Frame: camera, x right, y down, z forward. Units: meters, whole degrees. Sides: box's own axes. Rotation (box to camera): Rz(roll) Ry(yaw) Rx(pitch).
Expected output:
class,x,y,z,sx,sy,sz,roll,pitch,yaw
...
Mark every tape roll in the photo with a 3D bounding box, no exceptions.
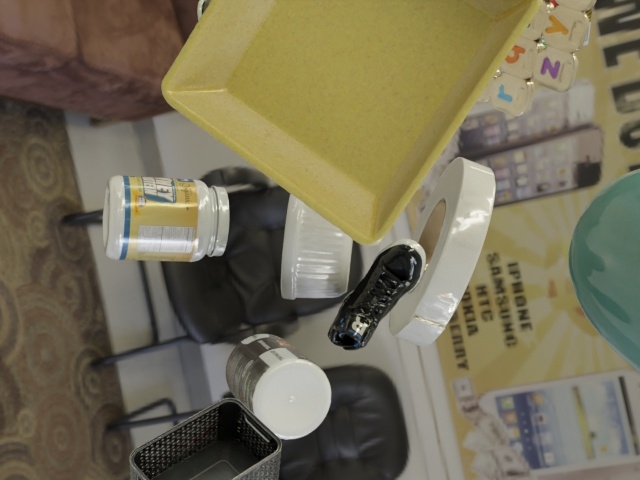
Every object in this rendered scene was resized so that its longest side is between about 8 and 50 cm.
class,x,y,z,sx,sy,sz,roll,pitch,yaw
tape roll,0.241,0.024,1.776,0.392,0.072,0.392,-160,-90,-86

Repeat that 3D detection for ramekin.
class,x,y,z,sx,sy,sz,roll,pitch,yaw
ramekin,0.000,0.000,1.480,0.207,0.109,0.207,6,90,-88

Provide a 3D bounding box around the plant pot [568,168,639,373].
class,x,y,z,sx,sy,sz,roll,pitch,yaw
plant pot,0.448,0.038,1.065,0.235,0.293,0.293,39,-24,55

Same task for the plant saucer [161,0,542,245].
class,x,y,z,sx,sy,sz,roll,pitch,yaw
plant saucer,0.031,-0.216,1.013,0.333,0.333,0.081,37,12,15

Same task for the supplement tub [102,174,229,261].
class,x,y,z,sx,sy,sz,roll,pitch,yaw
supplement tub,-0.268,-0.036,1.515,0.144,0.199,0.144,-178,-90,-71

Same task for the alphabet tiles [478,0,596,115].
class,x,y,z,sx,sy,sz,roll,pitch,yaw
alphabet tiles,0.285,-0.336,1.292,0.021,0.278,0.284,-8,118,-35

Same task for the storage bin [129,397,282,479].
class,x,y,z,sx,sy,sz,roll,pitch,yaw
storage bin,-0.152,0.308,1.172,0.180,0.122,0.084,-26,137,-35

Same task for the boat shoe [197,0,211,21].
class,x,y,z,sx,sy,sz,roll,pitch,yaw
boat shoe,-0.169,-0.387,1.718,0.228,0.068,0.081,58,39,-55

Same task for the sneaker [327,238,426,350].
class,x,y,z,sx,sy,sz,roll,pitch,yaw
sneaker,0.086,0.100,1.366,0.079,0.217,0.121,33,43,-3

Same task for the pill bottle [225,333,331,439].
class,x,y,z,sx,sy,sz,roll,pitch,yaw
pill bottle,-0.081,0.228,1.447,0.245,0.130,0.130,-160,-128,-69

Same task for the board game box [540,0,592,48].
class,x,y,z,sx,sy,sz,roll,pitch,yaw
board game box,0.316,-0.403,1.514,0.193,0.305,0.053,79,1,-48
